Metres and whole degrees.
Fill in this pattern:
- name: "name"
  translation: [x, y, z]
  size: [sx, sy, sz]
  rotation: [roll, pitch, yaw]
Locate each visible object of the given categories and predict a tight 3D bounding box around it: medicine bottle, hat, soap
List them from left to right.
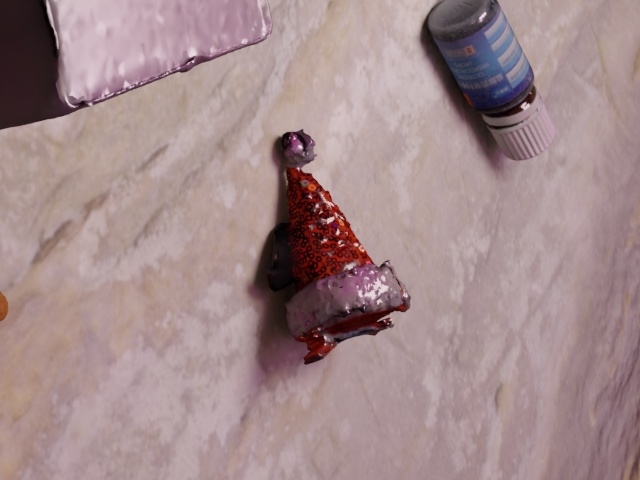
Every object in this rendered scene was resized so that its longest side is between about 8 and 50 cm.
- name: "soap"
  translation: [-0.225, -0.152, 1.447]
  size: [0.296, 0.285, 0.107]
  rotation: [-30, 109, -56]
- name: "hat"
  translation: [-0.004, 0.001, 1.919]
  size: [0.140, 0.129, 0.227]
  rotation: [-15, 83, -35]
- name: "medicine bottle"
  translation: [0.196, -0.183, 2.179]
  size: [0.203, 0.083, 0.083]
  rotation: [56, 48, -34]

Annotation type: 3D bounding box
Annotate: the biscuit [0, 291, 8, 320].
- name: "biscuit"
  translation: [-0.300, 0.078, 1.582]
  size: [0.102, 0.019, 0.130]
  rotation: [41, 58, -42]
